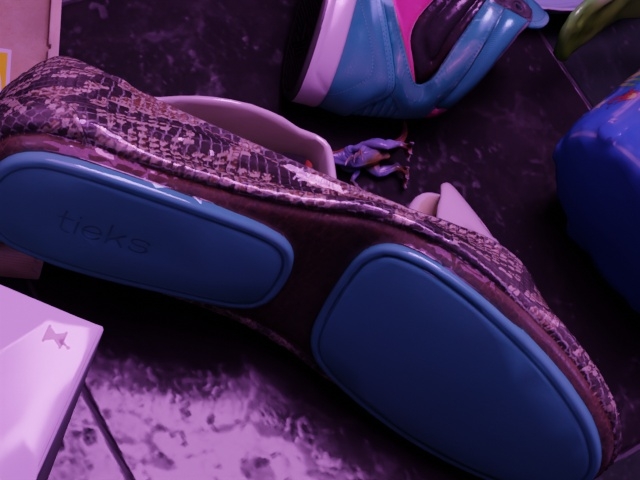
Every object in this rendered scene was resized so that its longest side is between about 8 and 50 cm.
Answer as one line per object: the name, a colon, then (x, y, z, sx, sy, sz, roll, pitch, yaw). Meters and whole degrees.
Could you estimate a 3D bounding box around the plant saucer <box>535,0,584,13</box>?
plant saucer: (0.172, -0.320, 1.389, 0.318, 0.043, 0.317, 8, 59, -13)

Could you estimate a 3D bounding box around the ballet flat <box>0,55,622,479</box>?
ballet flat: (0.000, 0.000, 1.085, 0.483, 0.164, 0.182, 26, 41, -9)

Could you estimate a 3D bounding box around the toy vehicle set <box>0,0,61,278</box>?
toy vehicle set: (-0.273, -0.104, 1.127, 0.166, 0.035, 0.267, 7, 60, -14)

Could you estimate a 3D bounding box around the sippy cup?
sippy cup: (0.307, -0.060, 1.193, 0.224, 0.305, 0.240, -29, 117, -18)

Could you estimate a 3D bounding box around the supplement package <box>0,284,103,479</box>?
supplement package: (-0.262, 0.143, 0.856, 0.198, 0.262, 0.199, 23, 57, -4)

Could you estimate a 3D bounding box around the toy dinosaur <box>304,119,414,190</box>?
toy dinosaur: (0.028, -0.059, 1.210, 0.082, 0.047, 0.090, 6, 27, -5)

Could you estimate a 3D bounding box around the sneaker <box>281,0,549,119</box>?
sneaker: (0.097, -0.223, 1.222, 0.178, 0.124, 0.295, 18, 92, -15)
